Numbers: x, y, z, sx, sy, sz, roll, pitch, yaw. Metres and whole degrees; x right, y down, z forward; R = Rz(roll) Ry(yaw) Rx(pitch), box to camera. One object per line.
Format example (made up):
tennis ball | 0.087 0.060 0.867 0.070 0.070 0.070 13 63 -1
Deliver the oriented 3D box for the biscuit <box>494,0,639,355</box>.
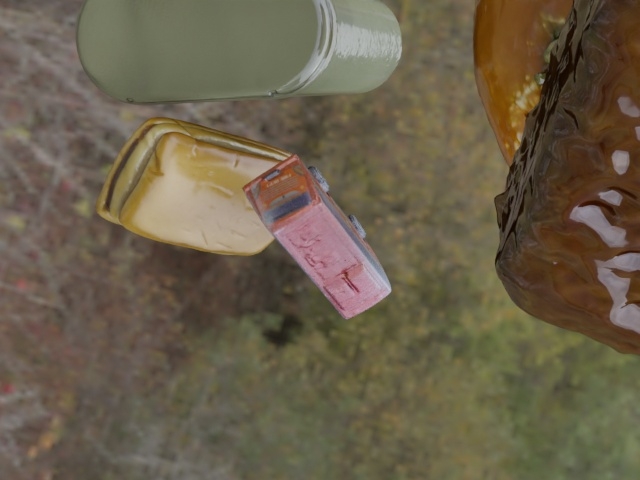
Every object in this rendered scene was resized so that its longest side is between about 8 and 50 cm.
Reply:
biscuit | 0.286 -0.065 0.967 0.395 0.343 0.166 101 7 -53

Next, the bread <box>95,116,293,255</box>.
bread | -0.100 -0.041 1.623 0.200 0.077 0.116 13 114 -45

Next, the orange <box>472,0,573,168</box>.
orange | 0.294 -0.153 1.350 0.326 0.424 0.424 -19 122 -31

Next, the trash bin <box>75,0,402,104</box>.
trash bin | -0.068 -0.185 1.676 0.247 0.243 0.121 -6 95 -71

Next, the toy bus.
toy bus | 0.000 0.000 1.543 0.065 0.077 0.192 -32 145 6
